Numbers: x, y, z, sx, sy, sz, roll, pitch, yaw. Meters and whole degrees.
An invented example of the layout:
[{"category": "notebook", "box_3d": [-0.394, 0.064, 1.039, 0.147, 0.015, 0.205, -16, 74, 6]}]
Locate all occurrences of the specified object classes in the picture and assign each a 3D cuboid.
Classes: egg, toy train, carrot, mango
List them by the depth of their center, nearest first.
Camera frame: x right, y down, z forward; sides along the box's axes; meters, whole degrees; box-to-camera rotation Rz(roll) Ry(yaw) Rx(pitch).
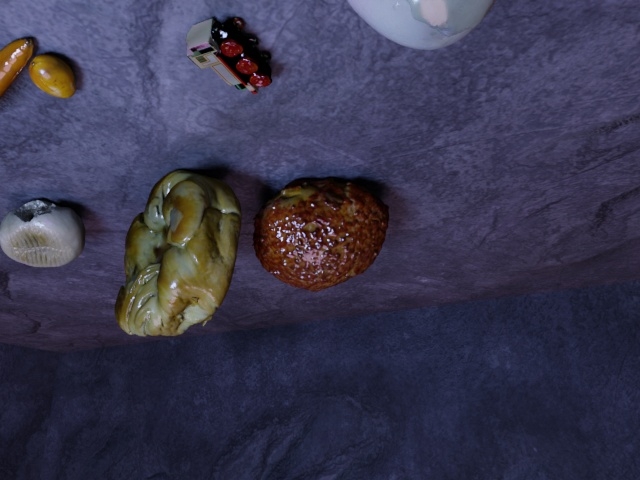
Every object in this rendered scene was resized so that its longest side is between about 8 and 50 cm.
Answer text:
[{"category": "egg", "box_3d": [0.097, -0.288, 0.476, 0.183, 0.217, 0.183, -4, 160, -2]}, {"category": "toy train", "box_3d": [-0.129, -0.267, 0.732, 0.087, 0.050, 0.138, -7, 159, 25]}, {"category": "mango", "box_3d": [-0.405, -0.246, 0.759, 0.060, 0.046, 0.089, -3, 162, 0]}, {"category": "carrot", "box_3d": [-0.522, -0.228, 0.763, 0.271, 0.066, 0.062, -14, 115, 32]}]

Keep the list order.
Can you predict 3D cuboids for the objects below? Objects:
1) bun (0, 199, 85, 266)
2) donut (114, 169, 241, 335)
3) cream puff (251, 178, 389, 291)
[{"category": "bun", "box_3d": [-0.655, -0.028, 1.178, 0.179, 0.127, 0.193, 4, 146, -14]}, {"category": "donut", "box_3d": [-0.305, 0.030, 1.041, 0.170, 0.360, 0.360, 18, 151, -35]}, {"category": "cream puff", "box_3d": [-0.004, -0.001, 1.168, 0.351, 0.228, 0.350, -4, 156, -2]}]
